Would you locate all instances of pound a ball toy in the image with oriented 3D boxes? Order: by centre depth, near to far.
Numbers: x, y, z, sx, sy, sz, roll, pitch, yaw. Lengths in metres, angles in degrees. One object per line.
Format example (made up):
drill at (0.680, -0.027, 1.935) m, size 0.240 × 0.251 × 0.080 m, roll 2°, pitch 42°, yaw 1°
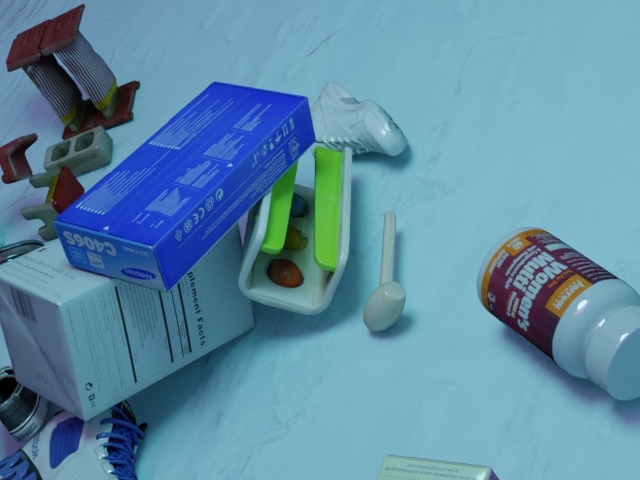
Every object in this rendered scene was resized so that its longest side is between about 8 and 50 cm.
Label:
pound a ball toy at (0.000, 0.000, 1.609) m, size 0.319 × 0.208 × 0.135 m, roll -87°, pitch 17°, yaw -52°

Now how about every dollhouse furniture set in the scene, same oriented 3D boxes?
dollhouse furniture set at (-0.449, -0.212, 2.055) m, size 0.152 × 0.201 × 0.374 m, roll -19°, pitch 42°, yaw 18°

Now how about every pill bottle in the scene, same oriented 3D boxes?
pill bottle at (0.287, 0.081, 1.327) m, size 0.121 × 0.121 × 0.221 m, roll -41°, pitch 40°, yaw -7°

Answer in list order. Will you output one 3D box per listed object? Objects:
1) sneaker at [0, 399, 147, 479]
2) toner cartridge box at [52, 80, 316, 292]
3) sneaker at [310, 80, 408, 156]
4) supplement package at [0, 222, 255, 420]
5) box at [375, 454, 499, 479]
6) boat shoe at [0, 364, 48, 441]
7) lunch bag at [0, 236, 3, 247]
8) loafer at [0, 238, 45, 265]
sneaker at (-0.284, 0.288, 1.508) m, size 0.315 × 0.127 × 0.182 m, roll 17°, pitch 64°, yaw 45°
toner cartridge box at (-0.166, -0.081, 1.520) m, size 0.165 × 0.075 × 0.348 m, roll 13°, pitch 43°, yaw 31°
sneaker at (0.045, -0.156, 1.766) m, size 0.115 × 0.090 × 0.232 m, roll -47°, pitch 32°, yaw -4°
supplement package at (-0.261, 0.079, 1.574) m, size 0.177 × 0.175 × 0.293 m, roll 17°, pitch 34°, yaw 42°
box at (0.113, 0.362, 1.095) m, size 0.117 × 0.213 × 0.243 m, roll 0°, pitch 51°, yaw 35°
boat shoe at (-0.437, 0.213, 1.688) m, size 0.078 × 0.070 × 0.219 m, roll -41°, pitch 20°, yaw -4°
lunch bag at (-0.716, 0.008, 1.999) m, size 0.223 × 0.160 × 0.262 m, roll -9°, pitch 17°, yaw 27°
loafer at (-0.559, 0.094, 1.912) m, size 0.267 × 0.096 × 0.084 m, roll -28°, pitch 56°, yaw -8°
